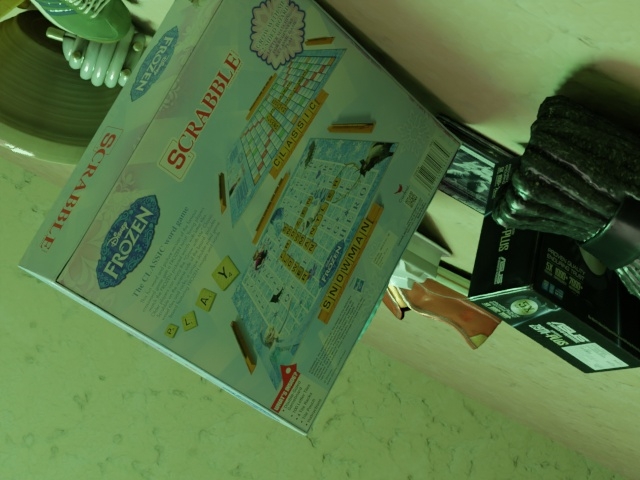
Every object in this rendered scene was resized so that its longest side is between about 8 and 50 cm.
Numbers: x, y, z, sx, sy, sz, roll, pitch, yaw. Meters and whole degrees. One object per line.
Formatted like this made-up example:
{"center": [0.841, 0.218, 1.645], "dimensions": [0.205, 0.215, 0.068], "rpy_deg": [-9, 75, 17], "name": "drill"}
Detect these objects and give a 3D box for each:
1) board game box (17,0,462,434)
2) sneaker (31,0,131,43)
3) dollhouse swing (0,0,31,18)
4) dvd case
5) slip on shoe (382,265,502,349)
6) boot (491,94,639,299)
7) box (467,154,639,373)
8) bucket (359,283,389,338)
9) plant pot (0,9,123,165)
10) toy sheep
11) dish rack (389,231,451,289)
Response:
{"center": [-0.052, -0.037, 1.107], "dimensions": [0.066, 0.319, 0.318], "rpy_deg": [17, 163, 48], "name": "board game box"}
{"center": [-0.255, -0.256, 1.279], "dimensions": [0.192, 0.064, 0.086], "rpy_deg": [37, 172, -38], "name": "sneaker"}
{"center": [-0.565, -0.244, 1.465], "dimensions": [0.315, 0.305, 0.346], "rpy_deg": [33, 168, -37], "name": "dollhouse swing"}
{"center": [0.156, -0.073, 1.342], "dimensions": [0.164, 0.018, 0.221], "rpy_deg": [28, 171, -11], "name": "dvd case"}
{"center": [0.126, 0.070, 1.984], "dimensions": [0.331, 0.101, 0.123], "rpy_deg": [25, 180, 12], "name": "slip on shoe"}
{"center": [0.271, 0.005, 1.075], "dimensions": [0.260, 0.131, 0.348], "rpy_deg": [18, 160, 9], "name": "boot"}
{"center": [0.236, 0.022, 1.198], "dimensions": [0.180, 0.147, 0.077], "rpy_deg": [32, 150, -32], "name": "box"}
{"center": [-0.031, -0.006, 1.470], "dimensions": [0.183, 0.281, 0.281], "rpy_deg": [19, 173, -16], "name": "bucket"}
{"center": [-0.323, -0.198, 1.522], "dimensions": [0.237, 0.110, 0.237], "rpy_deg": [21, -152, -12], "name": "plant pot"}
{"center": [-0.243, -0.214, 1.431], "dimensions": [0.132, 0.091, 0.091], "rpy_deg": [23, 172, -11], "name": "toy sheep"}
{"center": [0.000, 0.000, 1.814], "dimensions": [0.332, 0.072, 0.285], "rpy_deg": [12, 174, 22], "name": "dish rack"}
